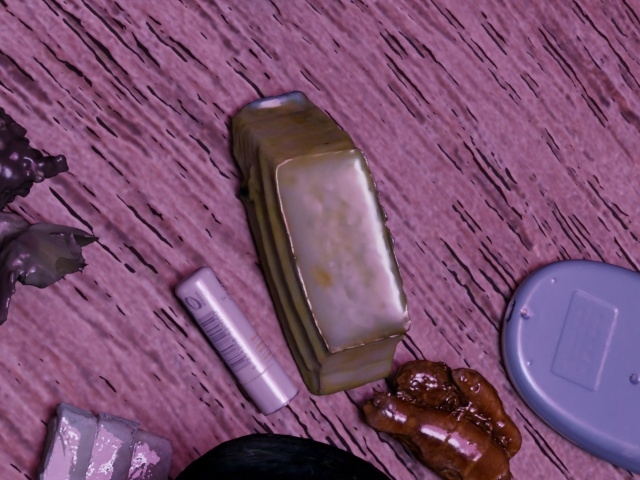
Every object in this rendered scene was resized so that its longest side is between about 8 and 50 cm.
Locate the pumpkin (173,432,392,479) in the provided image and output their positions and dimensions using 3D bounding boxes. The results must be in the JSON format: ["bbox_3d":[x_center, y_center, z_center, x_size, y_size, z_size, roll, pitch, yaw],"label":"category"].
[{"bbox_3d":[-0.047,0.298,1.518,0.238,0.315,0.315,4,76,10],"label":"pumpkin"}]

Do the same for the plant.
[{"bbox_3d":[-0.281,-0.035,1.551,0.203,0.131,0.142,45,61,-14],"label":"plant"}]

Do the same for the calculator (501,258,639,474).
[{"bbox_3d":[0.308,0.127,1.862,0.303,0.042,0.188,24,70,-18],"label":"calculator"}]

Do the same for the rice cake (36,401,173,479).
[{"bbox_3d":[-0.190,0.249,1.594,0.124,0.038,0.211,22,71,-22],"label":"rice cake"}]

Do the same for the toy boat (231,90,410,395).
[{"bbox_3d":[0.002,-0.002,1.713,0.111,0.084,0.276,-15,88,-26],"label":"toy boat"}]

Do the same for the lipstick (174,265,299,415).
[{"bbox_3d":[-0.075,0.087,1.681,0.040,0.040,0.141,-40,99,-27],"label":"lipstick"}]

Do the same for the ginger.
[{"bbox_3d":[0.122,0.162,1.745,0.162,0.073,0.103,35,67,-16],"label":"ginger"}]
